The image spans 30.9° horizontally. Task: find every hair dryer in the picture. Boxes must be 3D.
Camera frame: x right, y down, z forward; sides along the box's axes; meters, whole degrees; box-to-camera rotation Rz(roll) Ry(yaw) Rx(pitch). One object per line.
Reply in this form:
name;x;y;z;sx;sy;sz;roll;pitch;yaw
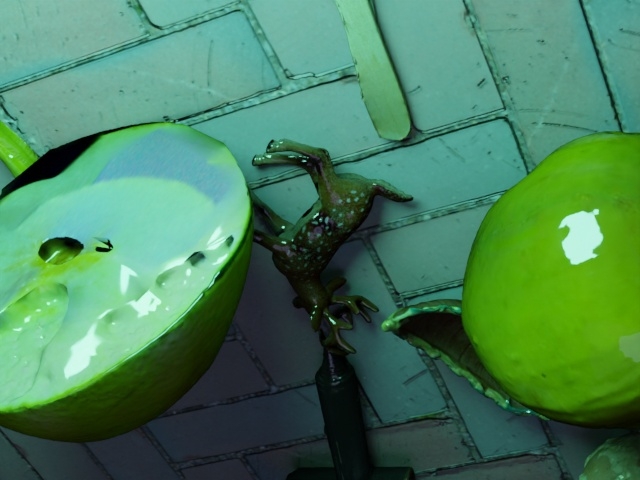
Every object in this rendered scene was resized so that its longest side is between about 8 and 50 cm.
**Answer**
hair dryer;0.019;0.274;1.608;0.189;0.107;0.352;-3;121;13

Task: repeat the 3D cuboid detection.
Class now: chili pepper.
chili pepper;-0.359;-0.091;1.383;0.049;0.043;0.208;6;130;37

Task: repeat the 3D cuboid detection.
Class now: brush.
brush;0.037;-0.240;1.210;0.085;0.020;0.337;-9;129;15

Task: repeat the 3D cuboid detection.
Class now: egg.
egg;0.453;0.353;1.533;0.245;0.203;0.203;21;131;-26

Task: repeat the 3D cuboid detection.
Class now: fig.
fig;0.303;0.055;1.236;0.343;0.343;0.343;4;130;5

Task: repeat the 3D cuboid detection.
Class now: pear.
pear;-0.231;0.066;1.269;0.398;0.399;0.165;-11;133;17

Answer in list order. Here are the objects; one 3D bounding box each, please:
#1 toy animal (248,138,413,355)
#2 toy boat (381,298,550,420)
toy animal;-0.004;0.013;1.386;0.260;0.087;0.243;33;128;-15
toy boat;0.190;0.132;1.453;0.293;0.099;0.108;30;128;-25
